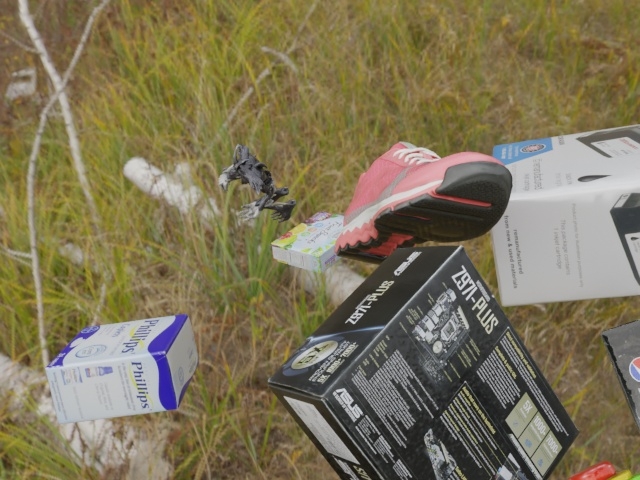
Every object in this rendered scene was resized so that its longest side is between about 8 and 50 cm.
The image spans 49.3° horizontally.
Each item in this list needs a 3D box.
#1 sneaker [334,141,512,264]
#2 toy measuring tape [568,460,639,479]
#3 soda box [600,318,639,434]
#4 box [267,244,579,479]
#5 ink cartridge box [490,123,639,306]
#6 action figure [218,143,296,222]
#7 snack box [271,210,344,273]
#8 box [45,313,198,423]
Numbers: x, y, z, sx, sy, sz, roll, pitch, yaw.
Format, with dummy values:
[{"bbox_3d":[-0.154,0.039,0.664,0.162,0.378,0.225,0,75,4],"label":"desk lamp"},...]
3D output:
[{"bbox_3d":[0.100,-0.063,0.804,0.115,0.314,0.136,12,73,-20],"label":"sneaker"},{"bbox_3d":[0.348,0.398,0.977,0.330,0.121,0.121,-21,47,-11],"label":"toy measuring tape"},{"bbox_3d":[0.378,0.176,0.790,0.060,0.053,0.169,-23,72,20],"label":"soda box"},{"bbox_3d":[0.077,0.118,0.491,0.147,0.180,0.077,-44,18,-25],"label":"box"},{"bbox_3d":[0.448,-0.054,0.982,0.394,0.166,0.285,-7,20,18],"label":"ink cartridge box"},{"bbox_3d":[-0.171,-0.130,1.744,0.141,0.275,0.164,-35,59,9],"label":"action figure"},{"bbox_3d":[0.000,0.000,1.170,0.100,0.037,0.141,15,34,32],"label":"snack box"},{"bbox_3d":[-0.223,0.145,0.807,0.137,0.072,0.126,-8,14,3],"label":"box"}]
